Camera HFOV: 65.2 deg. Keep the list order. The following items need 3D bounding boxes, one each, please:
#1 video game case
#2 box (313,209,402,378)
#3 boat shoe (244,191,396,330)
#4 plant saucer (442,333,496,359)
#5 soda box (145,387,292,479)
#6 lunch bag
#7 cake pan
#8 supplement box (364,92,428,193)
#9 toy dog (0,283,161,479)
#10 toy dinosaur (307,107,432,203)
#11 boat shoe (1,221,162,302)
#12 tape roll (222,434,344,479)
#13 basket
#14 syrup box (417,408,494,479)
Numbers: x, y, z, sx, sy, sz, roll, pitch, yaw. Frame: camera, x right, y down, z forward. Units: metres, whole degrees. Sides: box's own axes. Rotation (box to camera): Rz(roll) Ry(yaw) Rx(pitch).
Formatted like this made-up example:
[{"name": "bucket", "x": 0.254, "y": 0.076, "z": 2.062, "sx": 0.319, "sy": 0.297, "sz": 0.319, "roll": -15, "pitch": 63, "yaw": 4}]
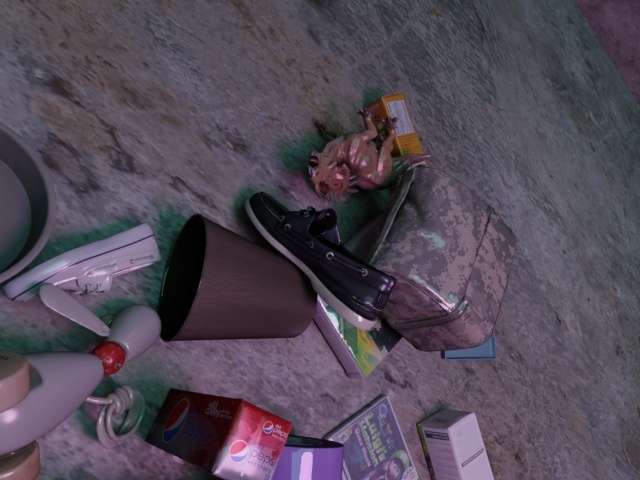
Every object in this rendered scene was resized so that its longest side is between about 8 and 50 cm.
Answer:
[{"name": "video game case", "x": 0.106, "y": 0.437, "z": 1.002, "sx": 0.173, "sy": 0.022, "sz": 0.191, "roll": -22, "pitch": 92, "yaw": -37}, {"name": "box", "x": 0.117, "y": 0.100, "z": 1.068, "sx": 0.322, "sy": 0.058, "sz": 0.232, "roll": -38, "pitch": 101, "yaw": -34}, {"name": "boat shoe", "x": -0.002, "y": 0.000, "z": 0.869, "sx": 0.340, "sy": 0.113, "sz": 0.127, "roll": 46, "pitch": 16, "yaw": 33}, {"name": "plant saucer", "x": 0.365, "y": 0.259, "z": 1.232, "sx": 0.192, "sy": 0.018, "sz": 0.067, "roll": 8, "pitch": 75, "yaw": -33}, {"name": "soda box", "x": -0.153, "y": 0.272, "z": 0.706, "sx": 0.083, "sy": 0.263, "sz": 0.092, "roll": 36, "pitch": 61, "yaw": -25}, {"name": "lunch bag", "x": 0.216, "y": 0.028, "z": 0.990, "sx": 0.256, "sy": 0.212, "sz": 0.305, "roll": 43, "pitch": 57, "yaw": -20}, {"name": "cake pan", "x": -0.497, "y": -0.054, "z": 0.627, "sx": 0.293, "sy": 0.054, "sz": 0.293, "roll": 23, "pitch": 50, "yaw": -30}, {"name": "supplement box", "x": 0.183, "y": -0.221, "z": 1.179, "sx": 0.080, "sy": 0.078, "sz": 0.234, "roll": -17, "pitch": 89, "yaw": -34}, {"name": "toy dog", "x": -0.360, "y": 0.170, "z": 0.638, "sx": 0.160, "sy": 0.333, "sz": 0.220, "roll": 12, "pitch": 87, "yaw": 12}, {"name": "toy dinosaur", "x": 0.087, "y": -0.155, "z": 1.049, "sx": 0.295, "sy": 0.127, "sz": 0.200, "roll": 11, "pitch": 74, "yaw": -24}, {"name": "boat shoe", "x": -0.336, "y": 0.045, "z": 0.742, "sx": 0.226, "sy": 0.083, "sz": 0.076, "roll": -31, "pitch": 96, "yaw": -37}, {"name": "tape roll", "x": -0.058, "y": 0.360, "z": 0.800, "sx": 0.189, "sy": 0.189, "sz": 0.080, "roll": 15, "pitch": 70, "yaw": -32}, {"name": "basket", "x": -0.130, "y": 0.083, "z": 0.843, "sx": 0.226, "sy": 0.154, "sz": 0.205, "roll": 17, "pitch": 81, "yaw": -35}, {"name": "syrup box", "x": 0.302, "y": 0.498, "z": 1.082, "sx": 0.096, "sy": 0.093, "sz": 0.237, "roll": -13, "pitch": 87, "yaw": -37}]
